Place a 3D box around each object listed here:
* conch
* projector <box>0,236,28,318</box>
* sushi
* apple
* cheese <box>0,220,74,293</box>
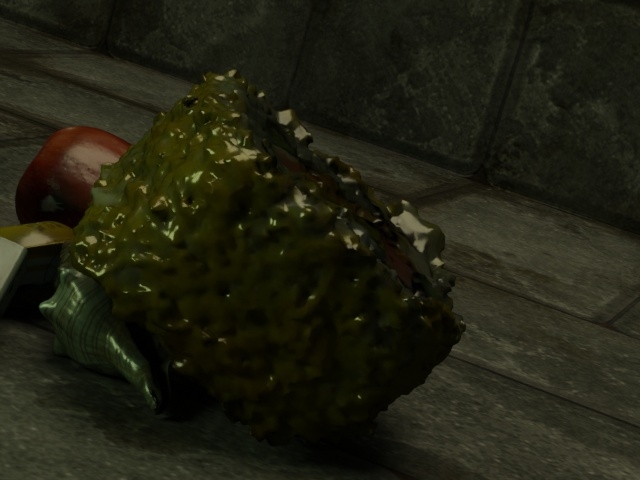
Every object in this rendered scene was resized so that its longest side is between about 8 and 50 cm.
[{"bbox_3d":[-0.217,0.092,1.687,0.137,0.114,0.234,-16,68,-54],"label":"conch"},{"bbox_3d":[-0.391,0.039,1.658,0.147,0.061,0.115,20,51,3],"label":"projector"},{"bbox_3d":[-0.043,0.018,1.659,0.396,0.240,0.351,41,13,-17],"label":"sushi"},{"bbox_3d":[-0.287,-0.049,2.057,0.199,0.199,0.199,15,12,-3],"label":"apple"},{"bbox_3d":[-0.325,0.021,1.840,0.176,0.069,0.270,-13,-5,14],"label":"cheese"}]
